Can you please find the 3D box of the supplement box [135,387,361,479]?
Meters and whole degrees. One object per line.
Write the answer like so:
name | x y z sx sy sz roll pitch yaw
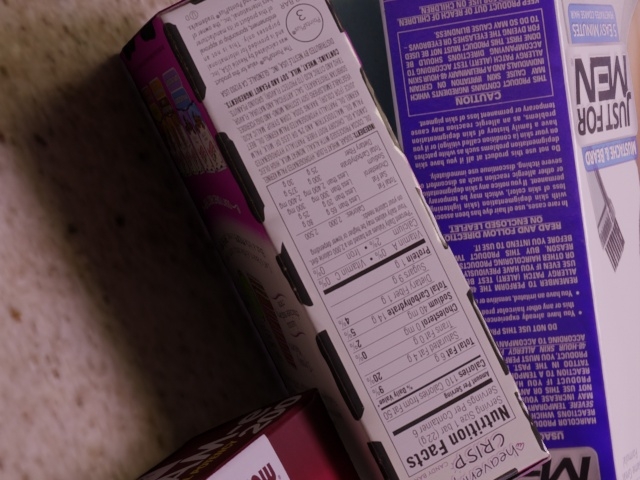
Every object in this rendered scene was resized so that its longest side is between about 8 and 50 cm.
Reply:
supplement box | 0.000 0.192 0.662 0.239 0.073 0.130 64 25 -2

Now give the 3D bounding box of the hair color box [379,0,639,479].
hair color box | 0.129 -0.014 0.967 0.185 0.110 0.339 -16 100 -65

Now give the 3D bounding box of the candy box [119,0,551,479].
candy box | 0.000 0.000 0.744 0.233 0.071 0.159 65 -11 -6

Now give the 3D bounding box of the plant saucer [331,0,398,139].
plant saucer | 0.022 -0.097 0.967 0.195 0.037 0.195 17 69 -51
